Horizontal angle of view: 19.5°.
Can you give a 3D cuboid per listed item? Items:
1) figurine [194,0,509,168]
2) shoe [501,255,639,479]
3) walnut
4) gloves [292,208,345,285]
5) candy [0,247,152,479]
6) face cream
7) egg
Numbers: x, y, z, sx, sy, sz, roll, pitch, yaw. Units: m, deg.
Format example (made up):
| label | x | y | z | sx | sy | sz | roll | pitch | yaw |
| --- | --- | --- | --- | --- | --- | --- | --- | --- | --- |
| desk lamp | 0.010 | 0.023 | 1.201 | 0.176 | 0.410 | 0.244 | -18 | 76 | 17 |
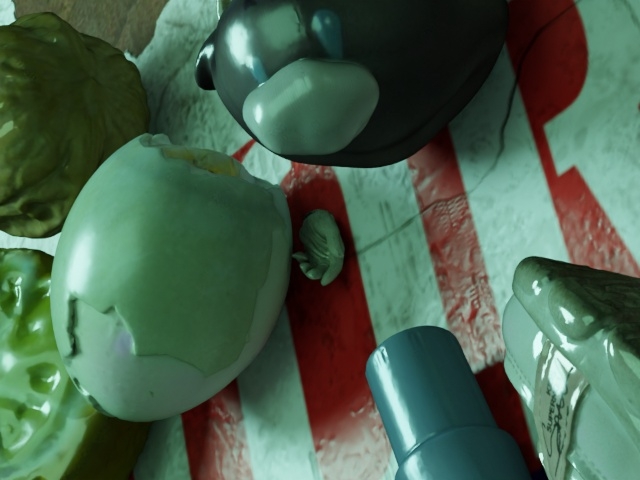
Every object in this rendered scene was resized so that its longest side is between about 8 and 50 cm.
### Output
| label | x | y | z | sx | sy | sz | roll | pitch | yaw |
| --- | --- | --- | --- | --- | --- | --- | --- | --- | --- |
| figurine | 0.007 | -0.228 | 1.342 | 0.206 | 0.218 | 0.365 | 136 | 121 | -71 |
| shoe | 0.193 | 0.155 | 1.047 | 0.198 | 0.172 | 0.351 | -62 | 37 | 19 |
| walnut | -0.248 | -0.103 | 1.630 | 0.213 | 0.213 | 0.213 | -21 | 60 | 43 |
| gloves | 0.002 | 0.002 | 1.431 | 0.044 | 0.037 | 0.081 | -39 | 27 | 41 |
| candy | -0.264 | 0.131 | 1.561 | 0.260 | 0.118 | 0.259 | -5 | 74 | 18 |
| face cream | 0.118 | 0.222 | 1.172 | 0.135 | 0.086 | 0.385 | 107 | 150 | -47 |
| egg | -0.120 | 0.036 | 1.441 | 0.183 | 0.183 | 0.217 | 32 | 103 | 50 |
